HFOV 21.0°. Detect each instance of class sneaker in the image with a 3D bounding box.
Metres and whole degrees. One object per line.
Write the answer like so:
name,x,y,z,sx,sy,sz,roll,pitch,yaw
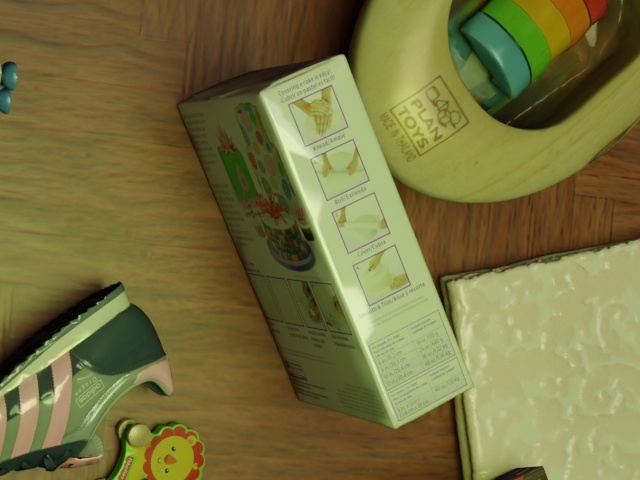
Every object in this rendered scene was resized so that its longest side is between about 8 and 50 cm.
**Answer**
sneaker,-0.271,0.180,1.588,0.319,0.112,0.131,-39,102,-16

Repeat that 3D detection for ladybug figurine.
ladybug figurine,0.191,-0.215,1.744,0.449,0.162,0.305,-38,105,-18

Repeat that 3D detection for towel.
towel,0.291,0.165,1.855,0.331,0.053,0.317,-10,94,-23

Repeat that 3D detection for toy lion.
toy lion,-0.161,0.222,1.681,0.096,0.034,0.100,27,81,-29

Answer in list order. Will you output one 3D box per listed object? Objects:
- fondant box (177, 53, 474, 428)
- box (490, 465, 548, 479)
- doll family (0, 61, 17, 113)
fondant box,0.000,0.000,1.628,0.096,0.238,0.330,-27,101,-19
box,0.127,0.367,1.692,0.293,0.057,0.201,-21,90,-25
doll family,-0.380,-0.074,1.552,0.163,0.118,0.263,1,109,-29
